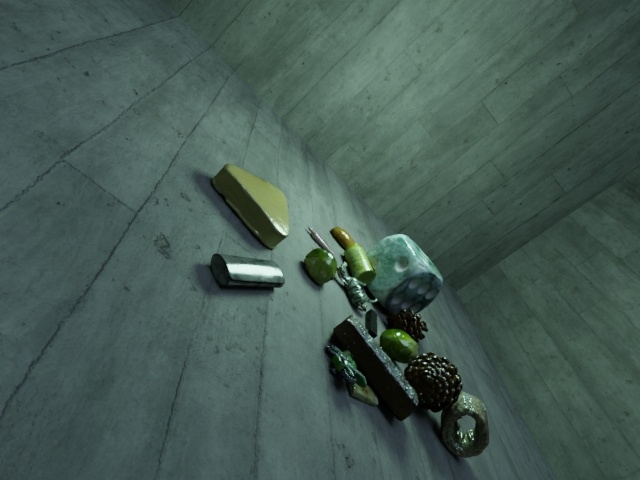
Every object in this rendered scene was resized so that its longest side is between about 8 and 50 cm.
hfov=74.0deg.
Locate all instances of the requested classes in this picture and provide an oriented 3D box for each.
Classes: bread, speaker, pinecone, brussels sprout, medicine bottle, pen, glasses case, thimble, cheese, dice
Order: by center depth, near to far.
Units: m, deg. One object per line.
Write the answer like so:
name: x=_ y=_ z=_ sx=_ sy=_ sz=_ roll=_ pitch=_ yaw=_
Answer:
glasses case: x=-0.235 y=0.104 z=1.415 sx=0.114 sy=0.060 sz=0.299 roll=58 pitch=20 yaw=22
bread: x=0.152 y=0.540 z=1.516 sx=0.154 sy=0.028 sz=0.068 roll=38 pitch=20 yaw=-36
bread: x=0.210 y=0.470 z=1.617 sx=0.416 sy=0.113 sz=0.165 roll=52 pitch=4 yaw=6
cheese: x=-0.246 y=-0.128 z=1.766 sx=0.384 sy=0.104 sz=0.384 roll=43 pitch=20 yaw=-20
thimble: x=0.614 y=0.784 z=1.797 sx=0.196 sy=0.229 sz=0.148 roll=24 pitch=17 yaw=8
pinecone: x=0.471 y=0.614 z=1.812 sx=0.257 sy=0.244 sz=0.243 roll=94 pitch=-23 yaw=-49
brussels sprout: x=0.010 y=0.108 z=1.867 sx=0.152 sy=0.122 sz=0.149 roll=28 pitch=26 yaw=-50
brussels sprout: x=0.350 y=0.471 z=1.907 sx=0.180 sy=0.162 sz=0.143 roll=52 pitch=47 yaw=-28
speaker: x=0.235 y=0.387 z=1.975 sx=0.046 sy=0.040 sz=0.191 roll=44 pitch=20 yaw=-9
pinecone: x=0.448 y=0.440 z=2.160 sx=0.212 sy=0.169 sz=0.185 roll=10 pitch=56 yaw=-43
pen: x=0.000 y=0.000 z=2.191 sx=0.197 sy=0.032 sz=0.053 roll=47 pitch=19 yaw=-12
medicine bottle: x=0.206 y=0.123 z=2.289 sx=0.124 sy=0.124 sz=0.238 roll=34 pitch=24 yaw=-39
dice: x=0.447 y=0.195 z=2.348 sx=0.328 sy=0.330 sz=0.348 roll=33 pitch=22 yaw=-41
bread: x=0.142 y=-0.012 z=2.475 sx=0.189 sy=0.077 sz=0.114 roll=49 pitch=23 yaw=-11

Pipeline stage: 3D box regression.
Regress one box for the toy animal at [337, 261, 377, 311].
toy animal: x=0.170 y=0.229 z=2.070 sx=0.255 sy=0.090 sz=0.170 roll=54 pitch=24 yaw=19

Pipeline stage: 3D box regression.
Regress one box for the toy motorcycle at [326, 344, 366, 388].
toy motorcycle: x=0.087 y=0.438 z=1.490 sx=0.106 sy=0.074 sz=0.190 roll=30 pitch=12 yaw=-34
